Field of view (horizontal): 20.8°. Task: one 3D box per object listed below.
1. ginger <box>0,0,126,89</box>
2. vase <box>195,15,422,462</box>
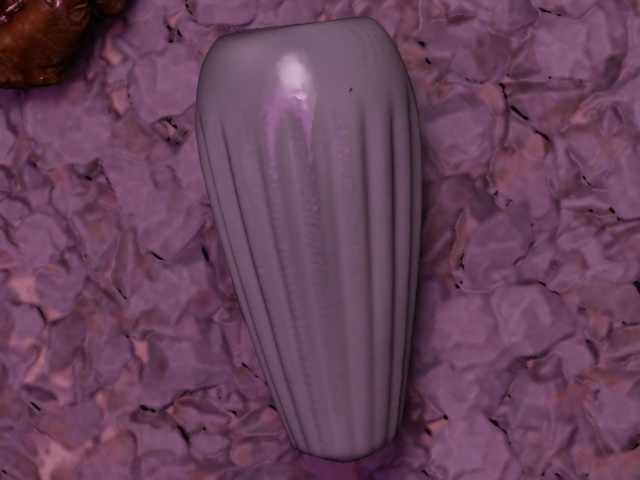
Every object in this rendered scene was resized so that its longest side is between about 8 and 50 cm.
[{"bbox_3d":[-0.172,-0.154,1.064,0.162,0.073,0.103,-35,82,10],"label":"ginger"},{"bbox_3d":[0.000,0.000,0.998,0.128,0.128,0.248,-5,97,14],"label":"vase"}]
